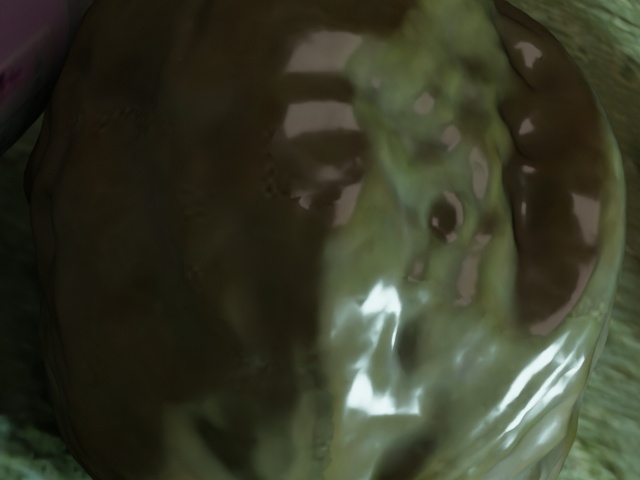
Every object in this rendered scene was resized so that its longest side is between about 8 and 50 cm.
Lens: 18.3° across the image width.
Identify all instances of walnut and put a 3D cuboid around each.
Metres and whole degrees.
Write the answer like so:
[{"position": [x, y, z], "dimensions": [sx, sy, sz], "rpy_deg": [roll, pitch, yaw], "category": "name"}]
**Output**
[{"position": [0.002, 0.001, 0.770], "dimensions": [0.273, 0.227, 0.273], "rpy_deg": [21, 51, -28], "category": "walnut"}]

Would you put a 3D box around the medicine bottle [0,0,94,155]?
[{"position": [-0.180, -0.079, 0.751], "dimensions": [0.152, 0.152, 0.254], "rpy_deg": [42, 40, -2], "category": "medicine bottle"}]
